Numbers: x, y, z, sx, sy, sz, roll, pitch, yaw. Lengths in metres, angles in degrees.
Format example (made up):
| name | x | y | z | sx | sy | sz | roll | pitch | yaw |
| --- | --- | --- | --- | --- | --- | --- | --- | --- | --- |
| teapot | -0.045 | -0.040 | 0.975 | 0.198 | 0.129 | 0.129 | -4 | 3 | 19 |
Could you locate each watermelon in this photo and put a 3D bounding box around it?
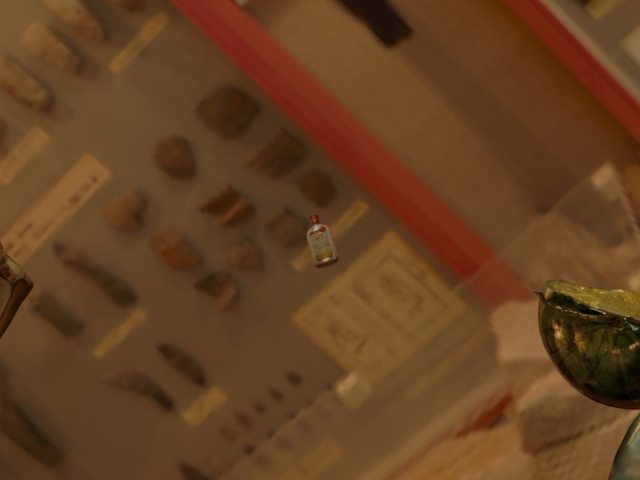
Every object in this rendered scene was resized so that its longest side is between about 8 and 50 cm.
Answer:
| name | x | y | z | sx | sy | sz | roll | pitch | yaw |
| --- | --- | --- | --- | --- | --- | --- | --- | --- | --- |
| watermelon | 0.332 | 0.121 | 1.640 | 0.232 | 0.204 | 0.127 | -15 | -54 | -74 |

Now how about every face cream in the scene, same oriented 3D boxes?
| name | x | y | z | sx | sy | sz | roll | pitch | yaw |
| --- | --- | --- | --- | --- | --- | --- | --- | --- | --- |
| face cream | 0.000 | 0.000 | 2.253 | 0.040 | 0.083 | 0.021 | -19 | -20 | 7 |

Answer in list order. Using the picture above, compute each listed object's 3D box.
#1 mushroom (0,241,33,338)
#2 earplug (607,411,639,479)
| name | x | y | z | sx | sy | sz | roll | pitch | yaw |
| --- | --- | --- | --- | --- | --- | --- | --- | --- | --- |
| mushroom | -0.343 | 0.057 | 1.093 | 0.217 | 0.212 | 0.292 | -52 | 11 | -11 |
| earplug | 0.382 | 0.228 | 1.075 | 0.185 | 0.324 | 0.185 | -43 | -30 | -33 |
